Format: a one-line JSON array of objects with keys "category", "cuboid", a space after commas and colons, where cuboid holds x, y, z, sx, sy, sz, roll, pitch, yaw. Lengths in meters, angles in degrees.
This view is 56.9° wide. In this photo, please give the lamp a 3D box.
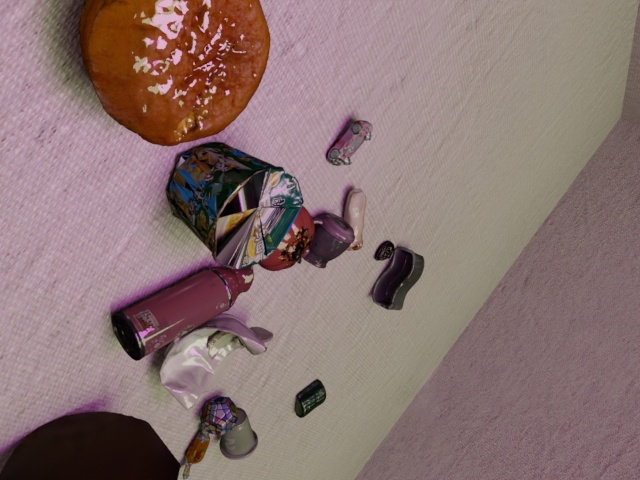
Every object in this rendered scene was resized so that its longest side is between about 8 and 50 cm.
[{"category": "lamp", "cuboid": [-0.087, -0.007, 1.426, 0.182, 0.140, 0.182, -40, 149, -31]}]

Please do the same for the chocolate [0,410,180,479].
[{"category": "chocolate", "cuboid": [-0.479, 0.567, 1.244, 0.314, 0.326, 0.297, -23, 133, -40]}]

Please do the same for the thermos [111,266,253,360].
[{"category": "thermos", "cuboid": [-0.288, 0.149, 1.322, 0.330, 0.109, 0.136, -28, 140, -38]}]

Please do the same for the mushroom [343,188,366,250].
[{"category": "mushroom", "cuboid": [0.093, -0.061, 1.700, 0.084, 0.071, 0.209, -4, 126, -14]}]

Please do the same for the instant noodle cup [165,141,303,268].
[{"category": "instant noodle cup", "cuboid": [-0.181, -0.081, 1.183, 0.240, 0.178, 0.240, -35, 144, -31]}]

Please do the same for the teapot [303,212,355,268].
[{"category": "teapot", "cuboid": [0.007, 0.006, 1.601, 0.146, 0.116, 0.148, -54, 155, 18]}]

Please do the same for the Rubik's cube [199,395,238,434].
[{"category": "Rubik's cube", "cuboid": [-0.287, 0.494, 1.671, 0.111, 0.093, 0.111, -37, 145, -32]}]

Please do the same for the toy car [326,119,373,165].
[{"category": "toy car", "cuboid": [0.072, -0.250, 1.499, 0.142, 0.055, 0.069, -48, 151, 15]}]

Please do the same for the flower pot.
[{"category": "flower pot", "cuboid": [0.280, 0.137, 2.112, 0.108, 0.103, 0.229, 18, 103, -59]}]

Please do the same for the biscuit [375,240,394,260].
[{"category": "biscuit", "cuboid": [0.220, 0.041, 2.009, 0.087, 0.027, 0.089, -50, 149, -10]}]

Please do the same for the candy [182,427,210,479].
[{"category": "candy", "cuboid": [-0.361, 0.610, 1.726, 0.053, 0.046, 0.182, 18, 99, -55]}]

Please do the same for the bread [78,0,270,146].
[{"category": "bread", "cuboid": [-0.228, -0.299, 0.928, 0.312, 0.172, 0.312, -29, 138, -31]}]

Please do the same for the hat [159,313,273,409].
[{"category": "hat", "cuboid": [-0.250, 0.255, 1.473, 0.258, 0.168, 0.301, -38, 177, 13]}]

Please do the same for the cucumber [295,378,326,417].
[{"category": "cucumber", "cuboid": [-0.036, 0.582, 2.139, 0.115, 0.062, 0.116, -26, 137, -34]}]

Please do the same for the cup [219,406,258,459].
[{"category": "cup", "cuboid": [-0.251, 0.582, 1.792, 0.120, 0.120, 0.141, -28, 131, -38]}]
